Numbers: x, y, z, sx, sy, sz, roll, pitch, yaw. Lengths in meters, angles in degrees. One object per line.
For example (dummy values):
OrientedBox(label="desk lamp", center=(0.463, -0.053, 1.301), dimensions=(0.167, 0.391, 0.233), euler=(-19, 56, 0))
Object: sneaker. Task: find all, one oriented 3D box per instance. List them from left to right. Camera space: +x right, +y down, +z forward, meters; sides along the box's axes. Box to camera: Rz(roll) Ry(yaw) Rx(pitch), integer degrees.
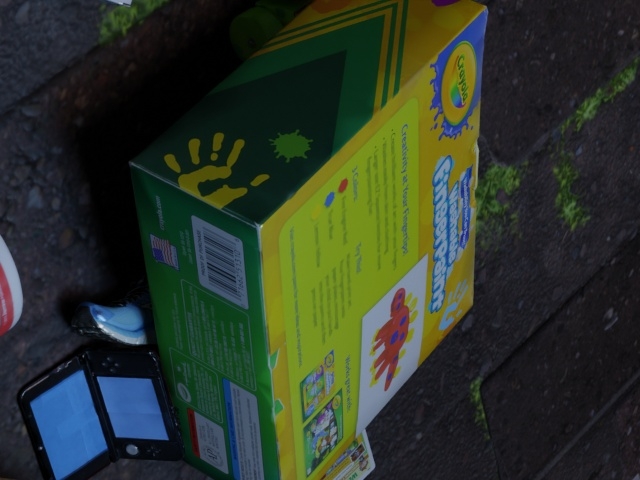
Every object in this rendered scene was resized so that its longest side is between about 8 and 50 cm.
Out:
OrientedBox(label="sneaker", center=(-0.192, 0.068, 1.734), dimensions=(0.162, 0.063, 0.073), euler=(6, 91, -58))

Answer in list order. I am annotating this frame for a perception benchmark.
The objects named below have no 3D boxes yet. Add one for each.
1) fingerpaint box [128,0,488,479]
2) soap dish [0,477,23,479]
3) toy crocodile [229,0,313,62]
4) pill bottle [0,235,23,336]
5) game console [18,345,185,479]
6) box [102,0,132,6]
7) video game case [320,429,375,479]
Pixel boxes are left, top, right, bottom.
OrientedBox(label="fingerpaint box", center=(0.000, 0.000, 1.743), dimensions=(0.371, 0.163, 0.445), euler=(-45, 150, -32))
OrientedBox(label="soap dish", center=(-0.244, 0.379, 1.671), dimensions=(0.291, 0.118, 0.229), euler=(46, 31, -46))
OrientedBox(label="toy crocodile", center=(-0.028, -0.277, 1.734), dimensions=(0.115, 0.105, 0.341), euler=(-33, 128, -36))
OrientedBox(label="pill bottle", center=(-0.402, 0.078, 1.413), dimensions=(0.283, 0.161, 0.161), euler=(-37, 130, -33))
OrientedBox(label="game console", center=(-0.218, 0.187, 1.728), dimensions=(0.085, 0.124, 0.144), euler=(-64, 149, -51))
OrientedBox(label="box", center=(-0.210, -0.369, 1.505), dimensions=(0.169, 0.087, 0.290), euler=(12, 95, -50))
OrientedBox(label="video game case", center=(-0.027, 0.260, 2.016), dimensions=(0.212, 0.023, 0.193), euler=(-40, 132, -32))
